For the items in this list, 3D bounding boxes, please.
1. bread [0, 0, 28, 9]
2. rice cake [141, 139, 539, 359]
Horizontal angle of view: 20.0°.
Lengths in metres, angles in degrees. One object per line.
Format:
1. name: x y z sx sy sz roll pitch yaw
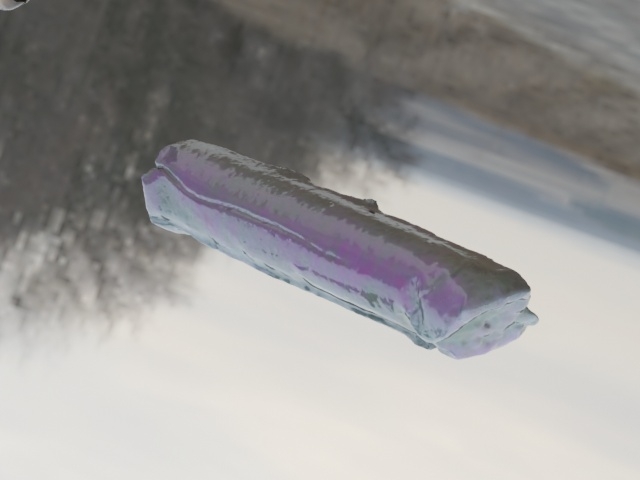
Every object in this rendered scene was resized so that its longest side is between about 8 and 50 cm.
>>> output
1. bread: -0.191 -0.103 0.670 0.160 0.169 0.140 26 168 -7
2. rice cake: 0.000 0.001 0.892 0.270 0.055 0.049 25 145 47
